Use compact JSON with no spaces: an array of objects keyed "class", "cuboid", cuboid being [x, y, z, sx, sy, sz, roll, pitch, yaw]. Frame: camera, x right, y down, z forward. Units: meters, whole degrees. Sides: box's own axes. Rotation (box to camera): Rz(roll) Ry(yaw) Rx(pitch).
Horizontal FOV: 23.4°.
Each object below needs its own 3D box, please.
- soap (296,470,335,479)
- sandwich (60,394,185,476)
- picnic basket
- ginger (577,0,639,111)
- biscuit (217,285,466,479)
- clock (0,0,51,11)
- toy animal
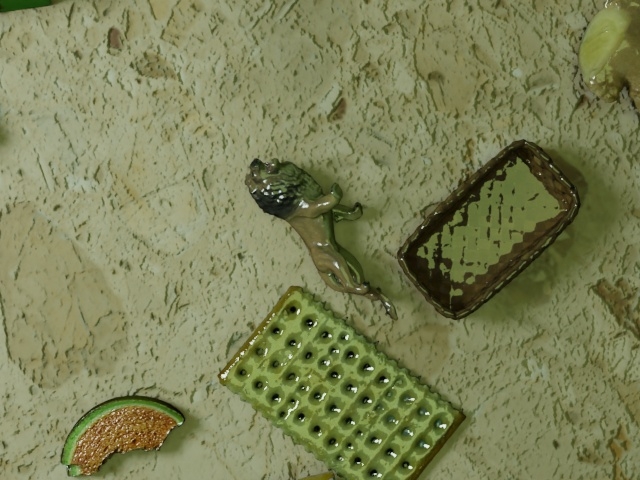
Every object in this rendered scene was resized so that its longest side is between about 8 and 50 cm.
[{"class":"soap","cuboid":[-0.077,0.335,1.572,0.232,0.073,0.140,-17,94,-2]},{"class":"sandwich","cuboid":[-0.207,0.195,1.590,0.135,0.029,0.067,-21,96,-4]},{"class":"picnic basket","cuboid":[0.172,-0.011,1.596,0.193,0.055,0.110,-41,90,-2]},{"class":"ginger","cuboid":[0.378,-0.186,1.601,0.213,0.074,0.137,8,89,-8]},{"class":"biscuit","cuboid":[0.023,0.163,1.608,0.231,0.016,0.139,39,89,-1]},{"class":"clock","cuboid":[-0.400,-0.355,1.555,0.220,0.106,0.255,-8,85,-4]},{"class":"toy animal","cuboid":[0.015,-0.008,1.586,0.086,0.069,0.220,-40,86,19]}]
